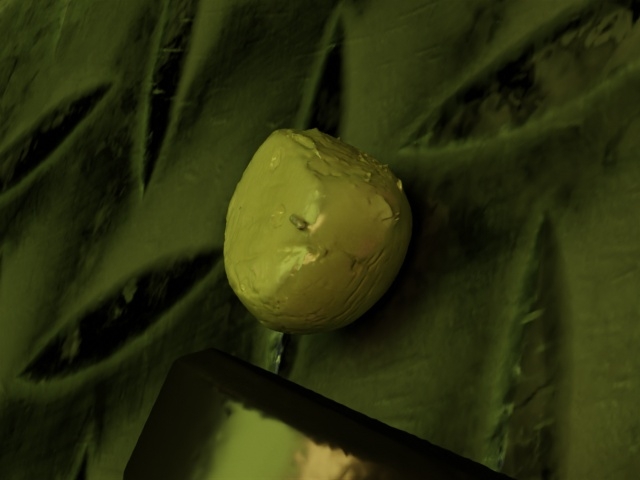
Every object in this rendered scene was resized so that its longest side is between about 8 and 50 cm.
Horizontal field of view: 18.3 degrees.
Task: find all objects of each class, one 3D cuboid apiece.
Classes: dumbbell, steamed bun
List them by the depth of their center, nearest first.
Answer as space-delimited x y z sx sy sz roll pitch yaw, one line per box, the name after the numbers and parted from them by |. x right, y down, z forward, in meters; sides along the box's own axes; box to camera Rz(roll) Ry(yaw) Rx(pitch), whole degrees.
-0.037 0.229 0.883 0.203 0.203 0.322 18 84 63 | dumbbell
0.000 0.000 1.135 0.112 0.091 0.130 -63 25 8 | steamed bun
